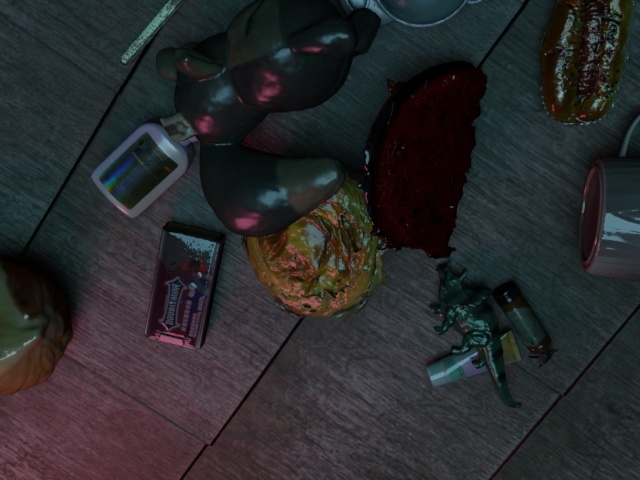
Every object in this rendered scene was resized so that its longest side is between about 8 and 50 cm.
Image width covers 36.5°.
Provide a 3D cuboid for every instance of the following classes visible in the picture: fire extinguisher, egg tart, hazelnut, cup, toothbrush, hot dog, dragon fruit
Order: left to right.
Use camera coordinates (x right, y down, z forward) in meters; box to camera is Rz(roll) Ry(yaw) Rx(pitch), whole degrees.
[{"bbox_3d":[-0.572,0.162,1.777,0.241,0.261,0.261,8,112,36],"label":"hazelnut"},{"bbox_3d":[-0.254,-0.410,1.681,0.026,0.028,0.294,44,112,-7],"label":"toothbrush"},{"bbox_3d":[0.000,0.000,1.741,0.297,0.132,0.297,6,108,19],"label":"egg tart"},{"bbox_3d":[0.147,-0.148,1.626,0.100,0.282,0.343,18,96,41],"label":"dragon fruit"},{"bbox_3d":[0.380,0.159,1.791,0.062,0.050,0.177,-25,105,38],"label":"fire extinguisher"},{"bbox_3d":[0.441,-0.322,1.614,0.144,0.075,0.267,7,111,1],"label":"hot dog"},{"bbox_3d":[0.589,-0.060,1.615,0.273,0.208,0.288,5,110,5],"label":"cup"}]

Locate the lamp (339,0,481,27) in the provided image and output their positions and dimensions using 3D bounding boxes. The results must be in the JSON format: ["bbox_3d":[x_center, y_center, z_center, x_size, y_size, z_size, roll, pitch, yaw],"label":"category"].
[{"bbox_3d":[0.144,-0.433,1.590,0.246,0.108,0.179,-18,101,11],"label":"lamp"}]

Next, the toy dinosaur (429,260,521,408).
[{"bbox_3d":[0.273,0.179,1.768,0.120,0.079,0.292,-15,87,10],"label":"toy dinosaur"}]

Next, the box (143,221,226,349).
[{"bbox_3d":[-0.254,0.085,1.817,0.120,0.069,0.224,12,108,2],"label":"box"}]

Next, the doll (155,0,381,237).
[{"bbox_3d":[-0.052,-0.227,1.587,0.382,0.252,0.378,-14,109,30],"label":"doll"}]

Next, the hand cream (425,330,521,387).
[{"bbox_3d":[0.287,0.226,1.825,0.174,0.047,0.076,-21,122,6],"label":"hand cream"}]

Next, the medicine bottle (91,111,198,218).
[{"bbox_3d":[-0.300,-0.148,1.740,0.219,0.078,0.115,-40,99,16],"label":"medicine bottle"}]
